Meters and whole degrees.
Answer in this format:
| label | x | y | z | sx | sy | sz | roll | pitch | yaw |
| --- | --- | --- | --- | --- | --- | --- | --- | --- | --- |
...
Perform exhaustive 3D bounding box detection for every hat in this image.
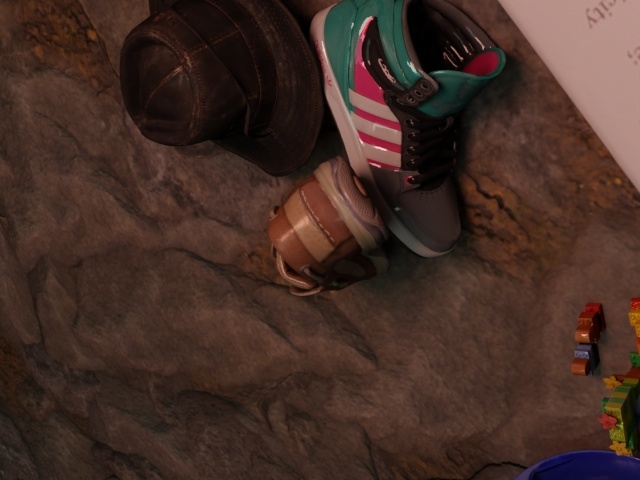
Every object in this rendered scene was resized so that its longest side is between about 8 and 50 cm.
| label | x | y | z | sx | sy | sz | roll | pitch | yaw |
| --- | --- | --- | --- | --- | --- | --- | --- | --- | --- |
| hat | -0.146 | -0.178 | 0.962 | 0.331 | 0.134 | 0.331 | 38 | 150 | 26 |

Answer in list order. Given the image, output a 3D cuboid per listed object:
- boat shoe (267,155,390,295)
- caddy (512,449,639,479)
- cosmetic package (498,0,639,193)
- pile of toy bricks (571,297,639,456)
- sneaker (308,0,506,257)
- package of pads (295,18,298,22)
| label | x | y | z | sx | sy | sz | roll | pitch | yaw |
| --- | --- | --- | --- | --- | --- | --- | --- | --- | --- |
| boat shoe | 0.000 | 0.000 | 0.925 | 0.123 | 0.116 | 0.324 | 56 | 178 | 14 |
| caddy | 0.351 | 0.354 | 0.893 | 0.341 | 0.241 | 0.179 | 13 | 130 | 31 |
| cosmetic package | 0.358 | -0.143 | 0.447 | 0.329 | 0.327 | 0.394 | -47 | 66 | 45 |
| pile of toy bricks | 0.323 | 0.171 | 0.890 | 0.118 | 0.105 | 0.212 | -1 | 115 | 38 |
| sneaker | 0.116 | -0.126 | 0.861 | 0.178 | 0.123 | 0.296 | -12 | 108 | 51 |
| package of pads | -0.072 | -0.254 | 0.968 | 0.083 | 0.050 | 0.032 | 34 | 132 | 15 |
